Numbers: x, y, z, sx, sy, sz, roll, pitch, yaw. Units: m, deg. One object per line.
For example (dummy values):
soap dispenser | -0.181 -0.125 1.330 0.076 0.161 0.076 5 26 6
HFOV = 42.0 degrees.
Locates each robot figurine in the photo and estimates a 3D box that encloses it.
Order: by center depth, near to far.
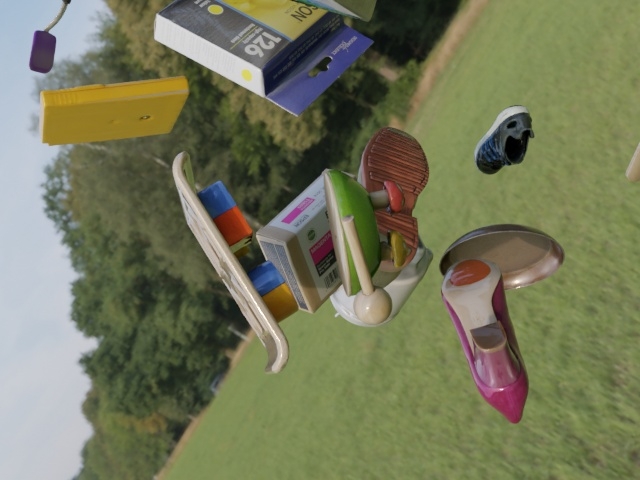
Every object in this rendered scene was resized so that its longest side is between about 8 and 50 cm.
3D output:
robot figurine | 0.139 0.082 2.055 0.353 0.300 0.200 116 142 -51

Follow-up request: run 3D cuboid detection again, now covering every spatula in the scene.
spatula | -0.599 -0.526 1.912 0.296 0.030 0.084 -65 -18 9

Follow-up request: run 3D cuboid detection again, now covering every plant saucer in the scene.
plant saucer | 0.453 0.039 2.102 0.310 0.310 0.050 122 153 -54

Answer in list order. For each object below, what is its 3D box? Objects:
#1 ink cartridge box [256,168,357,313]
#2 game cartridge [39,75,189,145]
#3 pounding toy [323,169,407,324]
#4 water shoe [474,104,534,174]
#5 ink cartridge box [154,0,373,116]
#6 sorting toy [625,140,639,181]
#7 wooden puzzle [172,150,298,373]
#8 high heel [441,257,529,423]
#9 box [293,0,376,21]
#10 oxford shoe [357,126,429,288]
ink cartridge box | 0.000 0.000 1.700 0.234 0.088 0.193 -44 -48 -30
game cartridge | -0.489 -0.300 1.952 0.285 0.323 0.053 148 112 -67
pounding toy | 0.077 -0.008 1.170 0.237 0.110 0.183 -107 7 -64
water shoe | 0.350 -0.172 1.605 0.203 0.073 0.080 102 161 -59
ink cartridge box | -0.091 -0.392 1.530 0.303 0.307 0.072 -51 -16 -41
sorting toy | 0.728 -0.260 1.623 0.229 0.041 0.307 -25 -35 -26
wooden puzzle | -0.126 0.042 1.331 0.080 0.348 0.322 -27 -6 -10
high heel | 0.317 0.180 1.614 0.127 0.181 0.377 -14 26 12
box | -0.096 -0.426 1.293 0.232 0.322 0.058 -1 -68 -66
oxford shoe | 0.117 -0.069 1.633 0.146 0.140 0.397 117 172 -46
